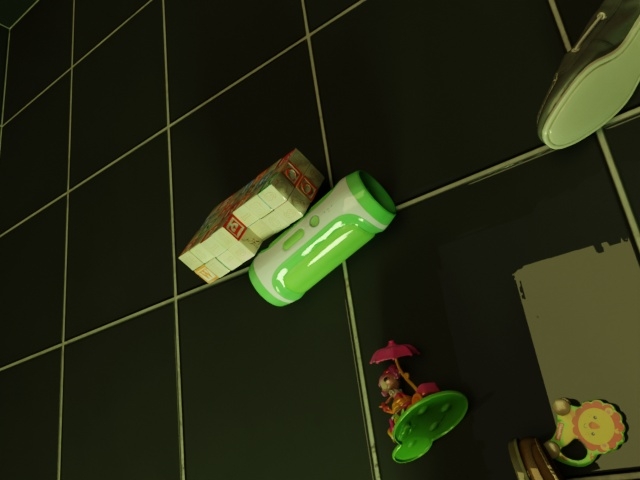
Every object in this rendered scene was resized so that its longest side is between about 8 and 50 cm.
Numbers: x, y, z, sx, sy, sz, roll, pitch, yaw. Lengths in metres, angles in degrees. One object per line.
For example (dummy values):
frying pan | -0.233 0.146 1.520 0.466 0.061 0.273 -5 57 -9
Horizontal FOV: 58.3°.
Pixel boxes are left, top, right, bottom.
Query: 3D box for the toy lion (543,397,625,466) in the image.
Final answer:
toy lion | 0.370 0.268 0.801 0.096 0.034 0.100 14 87 32

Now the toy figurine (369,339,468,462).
toy figurine | 0.139 0.250 0.954 0.159 0.130 0.173 60 139 47

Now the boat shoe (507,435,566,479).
boat shoe | 0.357 0.387 0.734 0.104 0.111 0.307 -33 70 19

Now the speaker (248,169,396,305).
speaker | 0.000 0.000 1.099 0.296 0.131 0.131 -40 56 22

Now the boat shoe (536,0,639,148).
boat shoe | 0.434 -0.285 0.867 0.335 0.112 0.095 -51 35 8

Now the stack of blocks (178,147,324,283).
stack of blocks | -0.143 -0.044 1.164 0.297 0.087 0.171 -29 24 40
